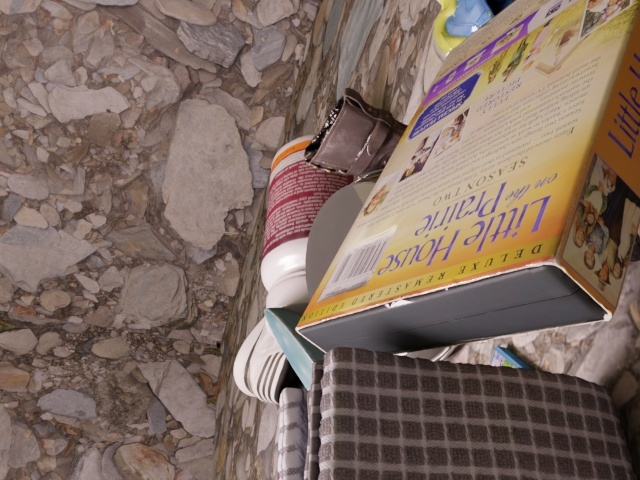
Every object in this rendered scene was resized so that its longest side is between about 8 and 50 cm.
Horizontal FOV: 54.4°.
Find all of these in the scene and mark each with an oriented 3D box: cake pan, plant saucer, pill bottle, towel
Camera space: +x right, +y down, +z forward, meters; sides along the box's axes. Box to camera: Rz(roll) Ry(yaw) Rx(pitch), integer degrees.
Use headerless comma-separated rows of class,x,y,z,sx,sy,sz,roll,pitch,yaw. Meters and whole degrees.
cake pan,0.079,0.046,0.867,0.293,0.054,0.293,6,98,48
plant saucer,0.013,0.232,1.003,0.317,0.044,0.317,51,165,19
pill bottle,0.000,0.000,1.223,0.224,0.224,0.392,118,159,-50
towel,0.111,0.210,0.461,0.121,0.284,0.235,121,155,-52

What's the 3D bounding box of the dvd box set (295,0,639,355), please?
dvd box set,0.160,-0.095,0.553,0.308,0.062,0.420,-28,28,57

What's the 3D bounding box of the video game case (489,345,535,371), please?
video game case,0.199,0.214,0.675,0.119,0.015,0.166,-129,52,-74

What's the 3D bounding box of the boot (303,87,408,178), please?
boot,0.084,-0.108,0.958,0.263,0.229,0.091,116,160,-45

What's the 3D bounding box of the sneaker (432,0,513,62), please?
sneaker,0.234,-0.369,0.926,0.126,0.091,0.240,-31,46,47

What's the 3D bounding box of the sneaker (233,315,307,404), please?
sneaker,-0.013,0.153,1.359,0.257,0.169,0.447,3,68,58

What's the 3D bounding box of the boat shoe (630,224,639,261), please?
boat shoe,0.270,-0.041,0.544,0.038,0.046,0.125,131,140,-55
